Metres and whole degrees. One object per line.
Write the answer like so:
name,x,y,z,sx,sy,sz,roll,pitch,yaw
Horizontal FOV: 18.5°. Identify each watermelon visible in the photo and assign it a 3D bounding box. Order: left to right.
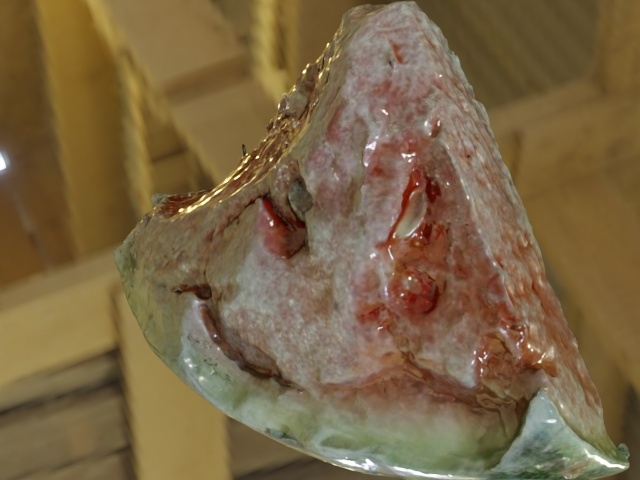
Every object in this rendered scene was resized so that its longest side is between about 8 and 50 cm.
watermelon,0.000,0.000,0.537,0.187,0.071,0.139,23,-62,40
